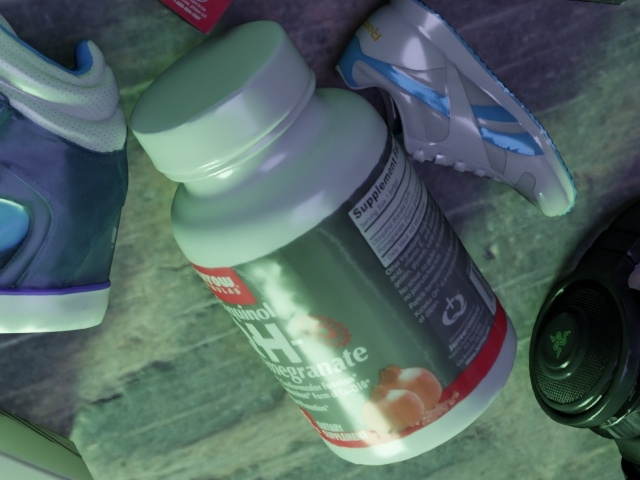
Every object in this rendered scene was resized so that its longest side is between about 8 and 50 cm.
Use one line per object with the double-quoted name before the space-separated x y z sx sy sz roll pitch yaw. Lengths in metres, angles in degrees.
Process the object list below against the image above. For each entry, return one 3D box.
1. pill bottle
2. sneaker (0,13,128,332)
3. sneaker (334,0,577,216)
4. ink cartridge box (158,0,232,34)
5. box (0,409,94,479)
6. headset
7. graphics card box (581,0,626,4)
"pill bottle" 0.000 0.000 1.279 0.176 0.176 0.318 -37 116 -5
"sneaker" -0.293 -0.059 1.191 0.322 0.130 0.236 2 97 -16
"sneaker" 0.109 -0.092 1.347 0.092 0.087 0.228 -45 110 6
"ink cartridge box" -0.085 -0.242 1.229 0.109 0.063 0.150 36 92 -26
"box" -0.312 0.159 1.261 0.275 0.094 0.113 29 96 -26
"headset" 0.287 0.139 1.429 0.243 0.185 0.394 42 79 -26
"graphics card box" 0.139 -0.368 1.256 0.232 0.094 0.371 4 107 -21
